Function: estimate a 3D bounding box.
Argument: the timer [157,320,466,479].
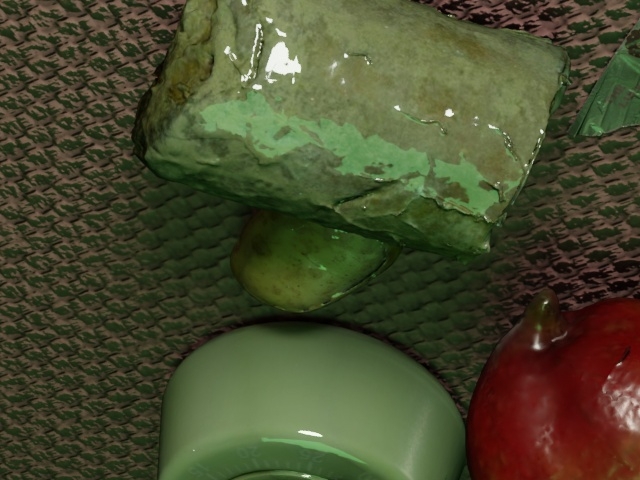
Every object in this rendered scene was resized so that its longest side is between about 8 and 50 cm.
[{"bbox_3d":[-0.030,0.279,1.757,0.290,0.315,0.291,7,135,7],"label":"timer"}]

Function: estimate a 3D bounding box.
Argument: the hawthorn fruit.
[{"bbox_3d":[0.261,0.194,1.649,0.311,0.295,0.295,22,134,-7],"label":"hawthorn fruit"}]

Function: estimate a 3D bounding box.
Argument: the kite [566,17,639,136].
[{"bbox_3d":[0.303,-0.101,1.534,0.229,0.012,0.250,-8,132,20],"label":"kite"}]

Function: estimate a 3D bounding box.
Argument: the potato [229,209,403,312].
[{"bbox_3d":[0.000,0.000,1.645,0.107,0.080,0.170,41,125,-16],"label":"potato"}]

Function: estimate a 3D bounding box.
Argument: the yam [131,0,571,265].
[{"bbox_3d":[0.020,-0.100,1.470,0.300,0.195,0.195,16,134,-5],"label":"yam"}]
